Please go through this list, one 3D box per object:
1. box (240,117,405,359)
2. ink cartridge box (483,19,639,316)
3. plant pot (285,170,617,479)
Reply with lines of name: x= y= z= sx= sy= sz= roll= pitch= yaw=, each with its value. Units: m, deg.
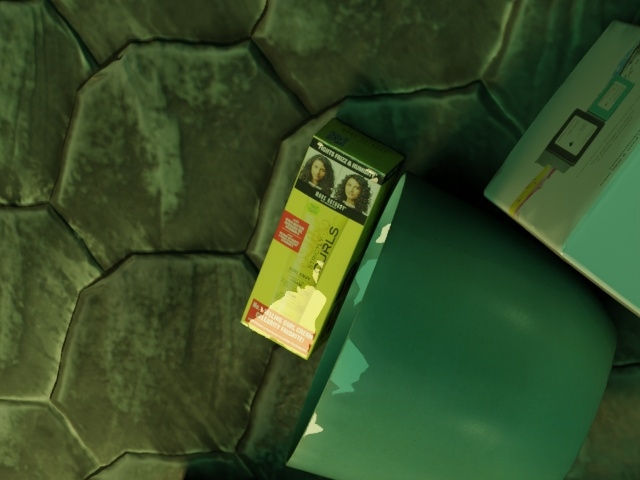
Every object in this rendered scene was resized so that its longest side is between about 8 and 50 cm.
box: x=0.000 y=0.000 z=1.845 sx=0.087 sy=0.058 sz=0.232 roll=30 pitch=122 yaw=11
ink cartridge box: x=0.289 y=-0.037 z=1.505 sx=0.198 sy=0.270 sz=0.197 roll=36 pitch=94 yaw=-12
plant pot: x=0.130 y=0.115 z=1.708 sx=0.235 sy=0.293 sz=0.293 roll=23 pitch=121 yaw=-1
